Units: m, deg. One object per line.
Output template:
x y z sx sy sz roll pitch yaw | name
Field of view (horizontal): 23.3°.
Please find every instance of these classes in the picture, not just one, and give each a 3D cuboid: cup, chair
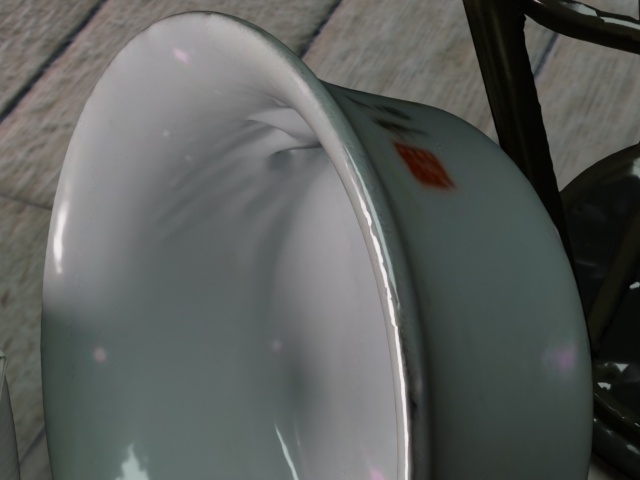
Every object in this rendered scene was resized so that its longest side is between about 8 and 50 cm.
0.006 0.070 0.737 0.163 0.347 0.347 -2 40 -32 | cup
0.266 -0.084 0.798 0.361 0.410 0.365 16 47 16 | chair

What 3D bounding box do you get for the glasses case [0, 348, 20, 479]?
-0.264 0.051 0.871 0.308 0.128 0.083 29 27 27 | glasses case
